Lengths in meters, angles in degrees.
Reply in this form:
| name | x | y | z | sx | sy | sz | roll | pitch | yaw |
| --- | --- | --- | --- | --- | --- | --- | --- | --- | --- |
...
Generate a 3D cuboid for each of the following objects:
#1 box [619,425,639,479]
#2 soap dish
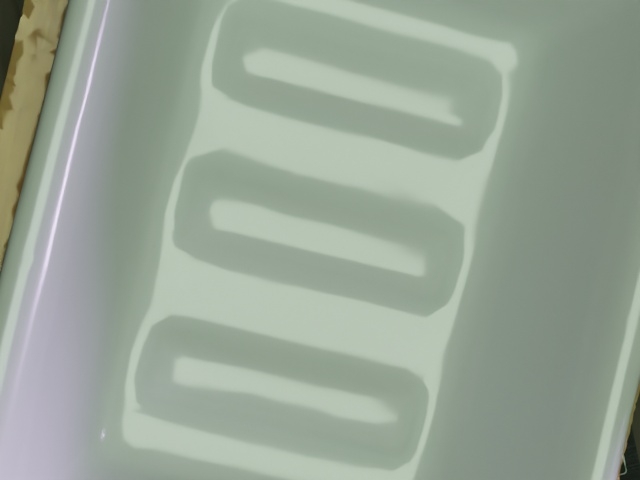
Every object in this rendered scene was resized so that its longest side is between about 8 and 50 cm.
| name | x | y | z | sx | sy | sz | roll | pitch | yaw |
| --- | --- | --- | --- | --- | --- | --- | --- | --- | --- |
| box | 0.019 | 0.015 | 0.570 | 0.183 | 0.056 | 0.231 | -12 | 92 | -11 |
| soap dish | 0.000 | 0.000 | 0.478 | 0.228 | 0.118 | 0.291 | 14 | 88 | -9 |
